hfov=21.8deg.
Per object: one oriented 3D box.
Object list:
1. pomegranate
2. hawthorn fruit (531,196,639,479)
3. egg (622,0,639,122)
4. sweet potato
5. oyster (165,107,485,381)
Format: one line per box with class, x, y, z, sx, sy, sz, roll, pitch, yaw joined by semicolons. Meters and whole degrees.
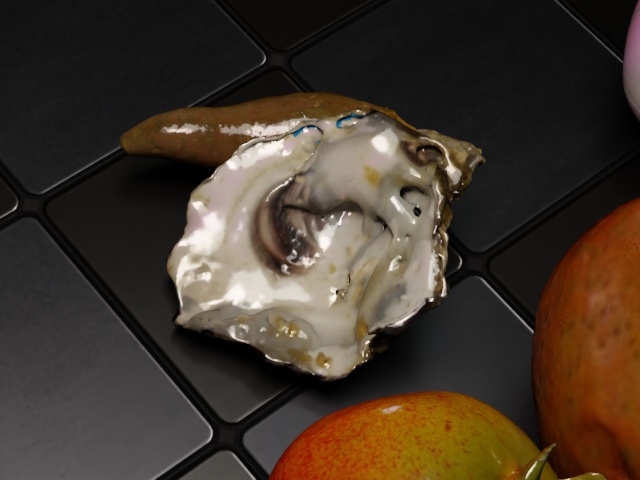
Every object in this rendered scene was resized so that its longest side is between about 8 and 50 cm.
pomegranate;0.077;0.201;1.061;0.221;0.257;0.220;21;61;-46
hawthorn fruit;0.267;0.123;1.130;0.277;0.277;0.298;25;68;9
egg;0.357;-0.185;1.367;0.271;0.196;0.196;-31;66;-14
sweet potato;-0.035;-0.084;1.321;0.244;0.077;0.077;5;58;-6
oyster;0.000;0.000;1.257;0.223;0.083;0.214;11;72;16
